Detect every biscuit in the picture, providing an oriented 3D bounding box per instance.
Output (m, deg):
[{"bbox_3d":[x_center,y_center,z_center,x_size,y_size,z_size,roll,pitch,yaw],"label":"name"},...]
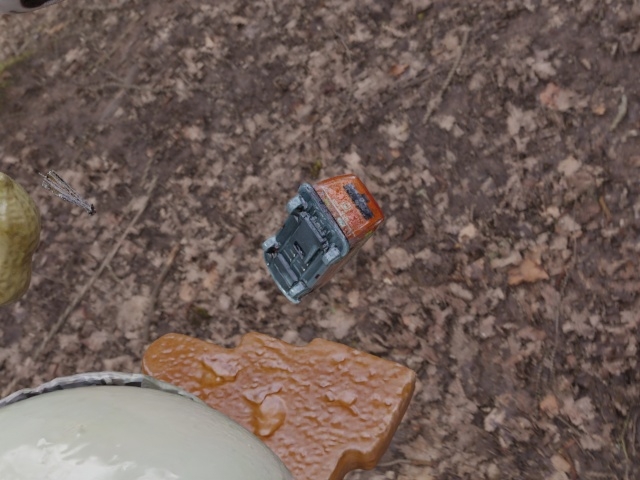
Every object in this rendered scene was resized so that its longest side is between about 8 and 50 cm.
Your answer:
[{"bbox_3d":[-0.048,0.179,0.763,0.306,0.043,0.284,-10,37,-12],"label":"biscuit"}]

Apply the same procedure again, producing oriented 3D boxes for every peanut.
[{"bbox_3d":[-0.467,0.000,1.133,0.098,0.103,0.229,51,133,38],"label":"peanut"}]

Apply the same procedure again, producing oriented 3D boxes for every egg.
[{"bbox_3d":[-0.125,0.198,0.394,0.286,0.174,0.264,-32,84,-25],"label":"egg"}]

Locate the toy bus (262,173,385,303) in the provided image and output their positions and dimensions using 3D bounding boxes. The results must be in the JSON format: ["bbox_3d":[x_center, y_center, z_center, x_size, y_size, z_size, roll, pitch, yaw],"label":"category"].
[{"bbox_3d":[0.000,0.000,1.220,0.120,0.265,0.121,-28,77,-29],"label":"toy bus"}]

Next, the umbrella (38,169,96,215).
[{"bbox_3d":[-0.296,-0.057,0.906,0.083,0.020,0.031,38,124,9],"label":"umbrella"}]

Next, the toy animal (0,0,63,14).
[{"bbox_3d":[-0.345,-0.376,0.897,0.165,0.187,0.235,28,82,35],"label":"toy animal"}]
